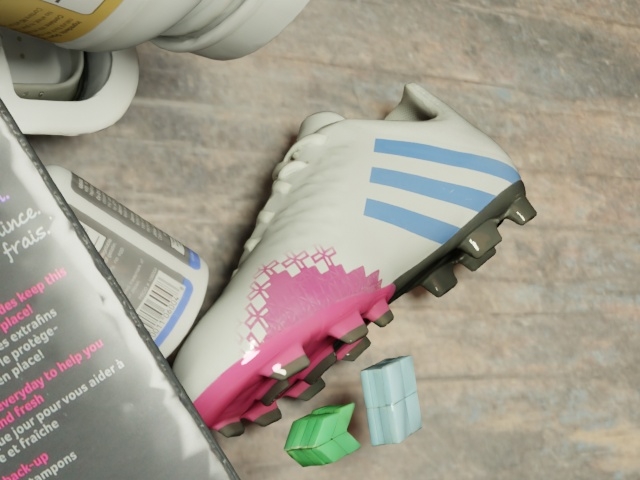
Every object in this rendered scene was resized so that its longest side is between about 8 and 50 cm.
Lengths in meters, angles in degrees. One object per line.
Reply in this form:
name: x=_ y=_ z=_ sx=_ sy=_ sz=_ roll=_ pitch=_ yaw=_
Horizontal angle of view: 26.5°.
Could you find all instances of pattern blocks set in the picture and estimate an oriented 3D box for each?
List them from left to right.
pattern blocks set: x=0.046 y=0.234 z=0.735 sx=0.285 sy=0.026 sz=0.325 roll=-36 pitch=115 yaw=-65

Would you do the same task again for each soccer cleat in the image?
soccer cleat: x=0.000 y=0.000 z=0.844 sx=0.143 sy=0.116 sz=0.331 roll=49 pitch=44 yaw=10

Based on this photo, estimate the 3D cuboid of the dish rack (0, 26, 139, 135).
dish rack: x=-0.257 y=-0.202 z=0.730 sx=0.285 sy=0.072 sz=0.333 roll=-2 pitch=72 yaw=-39

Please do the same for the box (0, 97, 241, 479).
box: x=-0.151 y=0.081 z=0.605 sx=0.165 sy=0.143 sz=0.270 roll=-32 pitch=94 yaw=-11

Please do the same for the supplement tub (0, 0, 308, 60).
supplement tub: x=-0.152 y=-0.218 z=0.621 sx=0.316 sy=0.228 sz=0.228 roll=14 pitch=62 yaw=-35

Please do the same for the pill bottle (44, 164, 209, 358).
pill bottle: x=-0.135 y=0.008 z=0.733 sx=0.137 sy=0.078 sz=0.078 roll=35 pitch=52 yaw=-23
